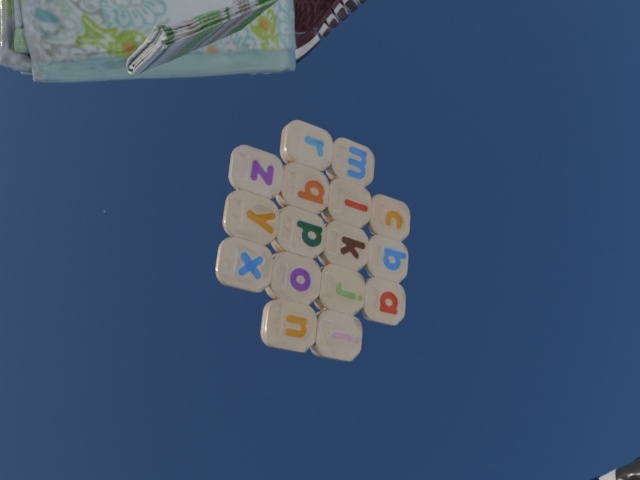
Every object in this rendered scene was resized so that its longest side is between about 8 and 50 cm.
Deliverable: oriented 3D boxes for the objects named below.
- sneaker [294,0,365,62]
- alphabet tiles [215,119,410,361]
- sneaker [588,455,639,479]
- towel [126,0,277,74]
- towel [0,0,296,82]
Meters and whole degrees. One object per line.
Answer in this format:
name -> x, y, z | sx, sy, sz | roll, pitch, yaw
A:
sneaker -> -0.008, -0.458, 1.267 | 0.281, 0.106, 0.162 | -43, -70, 9
alphabet tiles -> 0.000, 0.000, 0.895 | 0.277, 0.021, 0.284 | 16, -109, -33
sneaker -> 0.448, 0.441, 1.147 | 0.146, 0.331, 0.123 | -7, -122, -32
towel -> -0.124, -0.223, 0.760 | 0.152, 0.113, 0.023 | -34, -77, -30
towel -> -0.199, -0.355, 0.859 | 0.374, 0.090, 0.321 | -10, -74, -31
